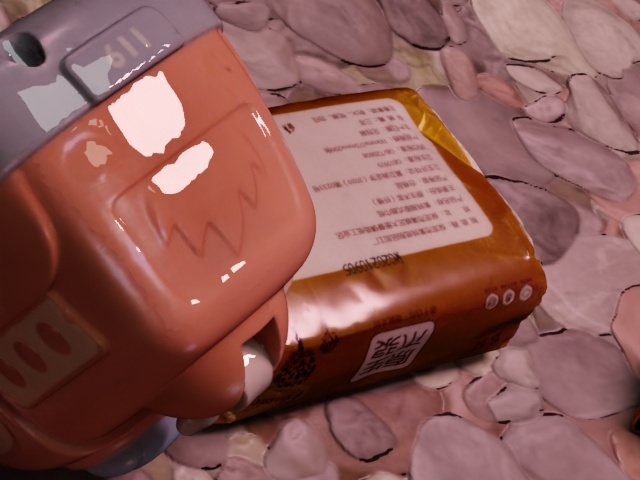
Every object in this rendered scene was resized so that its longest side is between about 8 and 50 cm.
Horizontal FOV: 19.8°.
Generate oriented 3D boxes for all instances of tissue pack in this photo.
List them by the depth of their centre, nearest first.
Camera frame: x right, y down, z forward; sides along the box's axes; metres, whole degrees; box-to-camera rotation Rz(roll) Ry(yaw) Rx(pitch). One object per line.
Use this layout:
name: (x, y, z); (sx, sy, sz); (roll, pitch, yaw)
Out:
tissue pack: (0.000, 0.000, 1.093); (0.226, 0.092, 0.183); (-11, 56, -35)

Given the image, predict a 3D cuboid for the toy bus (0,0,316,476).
toy bus: (-0.125, 0.001, 0.913); (0.232, 0.287, 0.194); (49, 52, -3)

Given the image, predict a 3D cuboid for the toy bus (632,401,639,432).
toy bus: (0.300, 0.116, 1.145); (0.194, 0.083, 0.088); (26, 43, -3)
